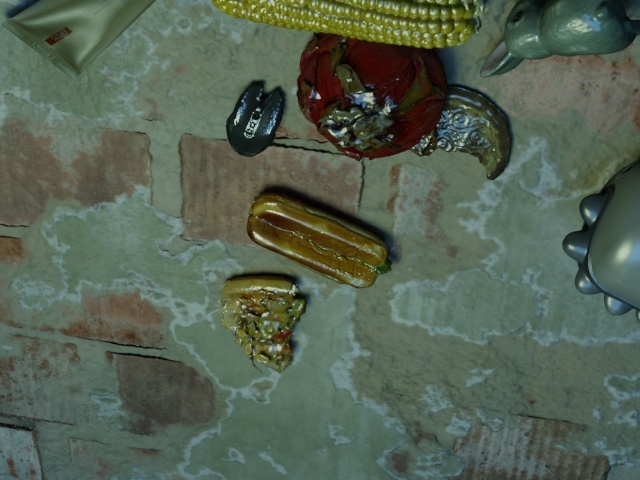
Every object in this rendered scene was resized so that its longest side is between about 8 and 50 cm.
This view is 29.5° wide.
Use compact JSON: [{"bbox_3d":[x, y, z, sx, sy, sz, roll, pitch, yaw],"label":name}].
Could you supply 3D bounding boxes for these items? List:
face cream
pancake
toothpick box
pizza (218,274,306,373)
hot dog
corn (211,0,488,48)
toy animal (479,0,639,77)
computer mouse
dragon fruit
[{"bbox_3d":[-0.305,-0.348,1.732,0.341,0.084,0.137,-28,128,37],"label":"face cream"},{"bbox_3d":[0.188,-0.154,1.819,0.190,0.020,0.184,-11,126,20],"label":"pancake"},{"bbox_3d":[0.511,0.022,1.767,0.316,0.229,0.229,25,129,-8],"label":"toothpick box"},{"bbox_3d":[-0.107,0.148,2.089,0.147,0.069,0.226,12,130,-1],"label":"pizza"},{"bbox_3d":[0.000,0.000,1.950,0.250,0.076,0.104,21,110,-10],"label":"hot dog"},{"bbox_3d":[0.033,-0.339,1.629,0.387,0.144,0.144,7,129,11],"label":"corn"},{"bbox_3d":[0.308,-0.290,1.631,0.236,0.138,0.108,-7,97,34],"label":"toy animal"},{"bbox_3d":[-0.101,-0.176,1.841,0.079,0.047,0.135,22,127,-8],"label":"computer mouse"},{"bbox_3d":[0.063,-0.193,1.716,0.218,0.148,0.223,4,123,14],"label":"dragon fruit"}]
